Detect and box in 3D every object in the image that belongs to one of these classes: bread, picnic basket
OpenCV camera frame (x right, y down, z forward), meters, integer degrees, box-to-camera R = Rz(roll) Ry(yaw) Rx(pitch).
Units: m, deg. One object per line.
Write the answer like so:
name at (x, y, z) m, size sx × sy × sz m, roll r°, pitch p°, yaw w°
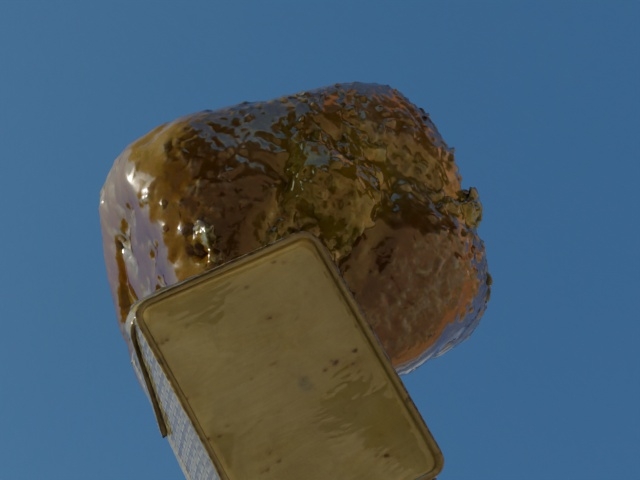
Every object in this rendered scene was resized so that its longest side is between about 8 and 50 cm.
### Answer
bread at (0.000, 0.000, 1.019) m, size 0.246 × 0.176 × 0.196 m, roll -17°, pitch -93°, yaw -32°
picnic basket at (-0.021, 0.089, 0.836) m, size 0.115 × 0.079 × 0.164 m, roll -22°, pitch -109°, yaw -19°
